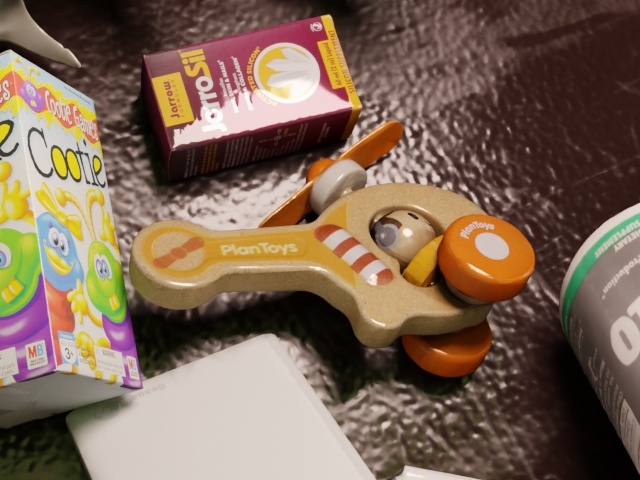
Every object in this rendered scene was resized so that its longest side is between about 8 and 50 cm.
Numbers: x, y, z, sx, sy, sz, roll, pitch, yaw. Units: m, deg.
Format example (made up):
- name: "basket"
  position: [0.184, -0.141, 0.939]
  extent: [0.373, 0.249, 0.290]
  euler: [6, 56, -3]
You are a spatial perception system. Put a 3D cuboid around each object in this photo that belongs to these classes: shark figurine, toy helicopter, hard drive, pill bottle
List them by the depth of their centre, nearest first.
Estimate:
- name: "hard drive"
  position: [-0.068, 0.205, 1.050]
  extent: [0.203, 0.040, 0.307]
  euler: [-21, 37, -15]
- name: "pill bottle"
  position: [0.346, 0.134, 1.063]
  extent: [0.204, 0.204, 0.361]
  euler: [-4, 34, -10]
- name: "toy helicopter"
  position: [0.000, 0.000, 1.172]
  extent: [0.355, 0.140, 0.235]
  euler: [-2, 49, -22]
- name: "shark figurine"
  position: [-0.377, -0.132, 1.202]
  extent: [0.278, 0.166, 0.116]
  euler: [-30, 104, -35]

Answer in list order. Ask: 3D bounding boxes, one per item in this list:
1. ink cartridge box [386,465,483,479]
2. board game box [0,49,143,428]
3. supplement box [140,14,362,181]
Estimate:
- name: "ink cartridge box"
  position: [0.187, 0.335, 1.095]
  extent: [0.308, 0.129, 0.223]
  euler: [12, 71, -4]
- name: "board game box"
  position: [-0.265, 0.005, 1.106]
  extent: [0.142, 0.144, 0.275]
  euler: [-18, 73, 16]
- name: "supplement box"
  position: [-0.068, -0.136, 1.243]
  extent: [0.188, 0.081, 0.104]
  euler: [-15, 74, -13]
